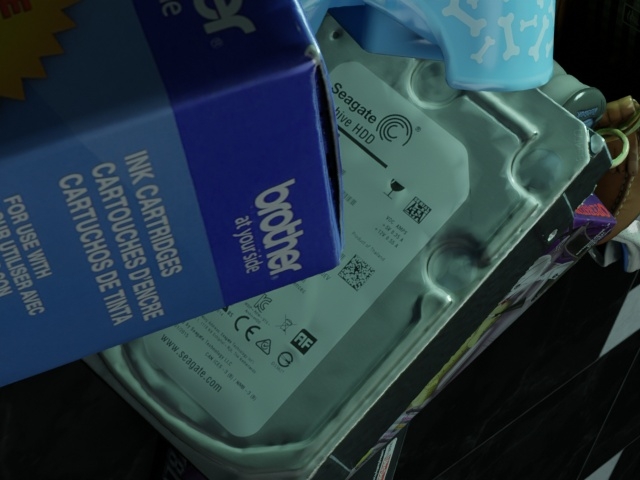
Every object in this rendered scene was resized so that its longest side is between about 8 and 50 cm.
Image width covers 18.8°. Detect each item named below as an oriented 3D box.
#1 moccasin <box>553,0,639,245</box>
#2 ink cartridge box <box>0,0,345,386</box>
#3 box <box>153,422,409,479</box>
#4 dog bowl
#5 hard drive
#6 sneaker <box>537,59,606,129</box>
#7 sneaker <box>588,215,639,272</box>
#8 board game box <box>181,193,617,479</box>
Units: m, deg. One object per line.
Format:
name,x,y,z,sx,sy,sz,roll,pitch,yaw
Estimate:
moccasin,0.241,-0.141,1.638,0.147,0.139,0.380,-32,150,-34
ink cartridge box,-0.161,-0.087,0.686,0.395,0.270,0.151,-19,153,-8
box,-0.030,0.195,1.748,0.293,0.073,0.295,-30,149,-35
dog bowl,0.002,-0.155,1.095,0.297,0.166,0.074,5,114,-22
hard drive,0.000,0.000,1.301,0.339,0.237,0.064,-47,157,-4
sneaker,0.112,-0.072,1.560,0.111,0.129,0.297,-31,167,-41
sneaker,0.366,-0.074,2.000,0.236,0.130,0.323,-48,163,21
board game box,0.065,0.083,1.523,0.347,0.056,0.208,-46,154,21
